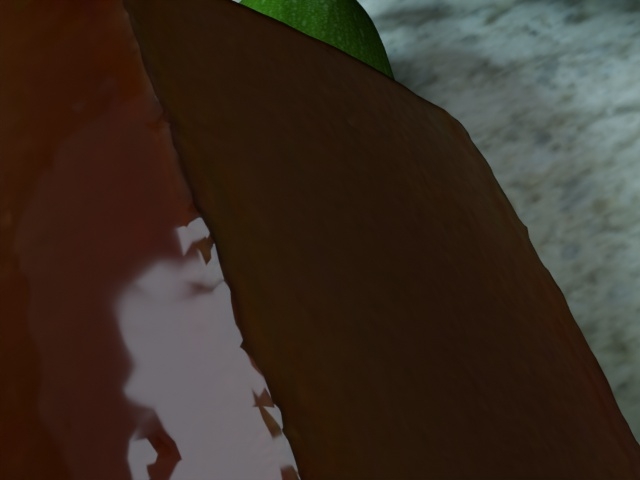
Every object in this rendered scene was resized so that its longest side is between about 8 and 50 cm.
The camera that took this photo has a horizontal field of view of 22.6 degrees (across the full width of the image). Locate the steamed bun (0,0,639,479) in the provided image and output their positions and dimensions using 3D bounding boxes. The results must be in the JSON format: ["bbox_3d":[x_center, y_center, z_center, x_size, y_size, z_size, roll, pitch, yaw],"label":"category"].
[{"bbox_3d":[-0.041,0.115,0.466,0.248,0.235,0.379,-38,58,25],"label":"steamed bun"}]

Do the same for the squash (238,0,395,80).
[{"bbox_3d":[0.000,0.000,0.701,0.101,0.101,0.378,-20,53,18],"label":"squash"}]
